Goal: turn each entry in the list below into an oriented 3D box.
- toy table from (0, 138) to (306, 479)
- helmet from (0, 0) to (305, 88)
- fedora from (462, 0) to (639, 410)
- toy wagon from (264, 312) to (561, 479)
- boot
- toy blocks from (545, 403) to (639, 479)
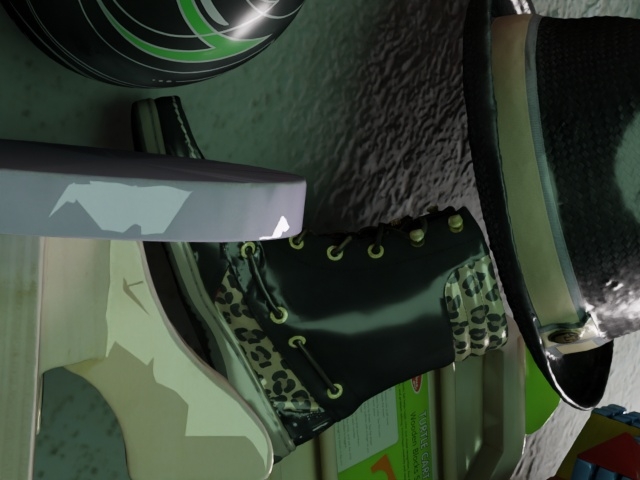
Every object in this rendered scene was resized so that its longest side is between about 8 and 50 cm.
[{"bbox_3d":[-0.149,0.036,0.588,0.274,0.252,0.160,5,98,0],"label":"toy table"},{"bbox_3d":[-0.084,-0.156,0.623,0.169,0.169,0.161,-45,141,-22],"label":"helmet"},{"bbox_3d":[0.210,-0.047,0.834,0.334,0.153,0.333,-10,90,-70],"label":"fedora"},{"bbox_3d":[0.078,0.143,0.923,0.344,0.068,0.267,-20,116,-36],"label":"toy wagon"},{"bbox_3d":[0.000,0.000,0.739,0.179,0.085,0.236,-22,107,-5],"label":"boot"},{"bbox_3d":[0.233,0.254,0.978,0.381,0.191,0.260,2,103,-55],"label":"toy blocks"}]
